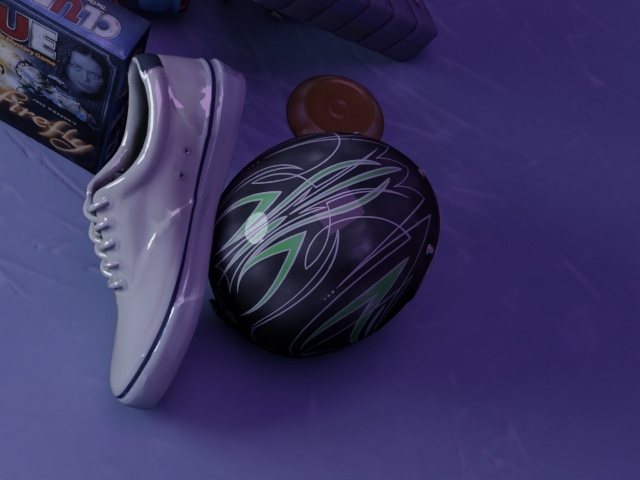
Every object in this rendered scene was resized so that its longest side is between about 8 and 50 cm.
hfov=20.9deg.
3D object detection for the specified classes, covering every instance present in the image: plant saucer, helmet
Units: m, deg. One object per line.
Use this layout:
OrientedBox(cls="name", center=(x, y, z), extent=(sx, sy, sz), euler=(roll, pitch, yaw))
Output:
OrientedBox(cls="plant saucer", center=(0.014, -0.106, 1.433), extent=(0.083, 0.015, 0.083), euler=(6, 60, -11))
OrientedBox(cls="helmet", center=(0.000, 0.000, 1.282), extent=(0.169, 0.161, 0.169), euler=(7, 60, -12))

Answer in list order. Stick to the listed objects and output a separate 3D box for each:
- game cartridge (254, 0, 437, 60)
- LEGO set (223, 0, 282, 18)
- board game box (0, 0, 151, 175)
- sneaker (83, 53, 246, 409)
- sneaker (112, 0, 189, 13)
OrientedBox(cls="game cartridge", center=(-0.038, -0.327, 1.447), extent=(0.230, 0.068, 0.355), euler=(18, 44, -58))
OrientedBox(cls="LEGO set", center=(-0.043, -0.207, 1.475), extent=(0.083, 0.023, 0.054), euler=(15, 55, 9))
OrientedBox(cls="board game box", center=(-0.252, -0.163, 1.306), extent=(0.243, 0.165, 0.042), euler=(30, 58, 3))
OrientedBox(cls="sneaker", center=(-0.128, -0.010, 1.250), extent=(0.091, 0.094, 0.258), euler=(12, 88, -21))
OrientedBox(cls="sneaker", center=(-0.173, -0.310, 1.448), extent=(0.125, 0.104, 0.261), euler=(-2, 61, -12))
